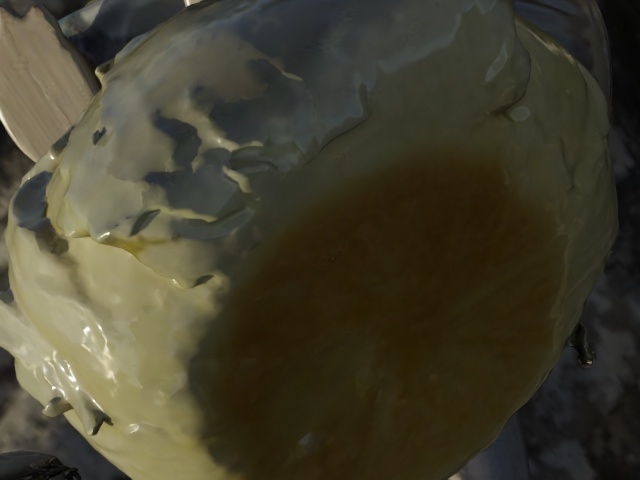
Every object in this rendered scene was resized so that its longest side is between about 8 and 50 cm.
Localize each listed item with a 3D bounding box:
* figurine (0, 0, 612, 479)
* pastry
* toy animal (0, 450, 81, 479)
[{"bbox_3d":[0.045,0.006,0.916,0.266,0.377,0.361,-24,7,24],"label":"figurine"},{"bbox_3d":[0.000,0.000,0.460,0.166,0.166,0.088,-45,47,-1],"label":"pastry"},{"bbox_3d":[-0.318,0.137,0.940,0.357,0.258,0.194,21,83,20],"label":"toy animal"}]
